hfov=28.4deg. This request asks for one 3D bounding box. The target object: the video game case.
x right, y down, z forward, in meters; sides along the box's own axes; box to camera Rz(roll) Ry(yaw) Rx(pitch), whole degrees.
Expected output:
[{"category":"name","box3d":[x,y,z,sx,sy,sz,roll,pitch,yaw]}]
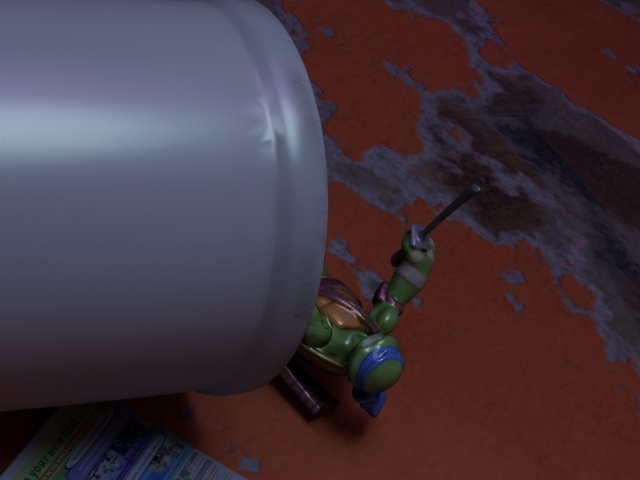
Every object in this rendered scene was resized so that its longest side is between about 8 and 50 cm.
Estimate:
[{"category":"video game case","box3d":[-0.152,0.219,0.958,0.193,0.023,0.212,31,35,2]}]

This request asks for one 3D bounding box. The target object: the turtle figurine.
[{"category":"turtle figurine","box3d":[0.000,0.000,1.159,0.197,0.275,0.266,-31,39,-24]}]

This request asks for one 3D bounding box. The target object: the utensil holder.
[{"category":"utensil holder","box3d":[-0.240,-0.032,0.942,0.385,0.328,0.328,-2,44,-30]}]
